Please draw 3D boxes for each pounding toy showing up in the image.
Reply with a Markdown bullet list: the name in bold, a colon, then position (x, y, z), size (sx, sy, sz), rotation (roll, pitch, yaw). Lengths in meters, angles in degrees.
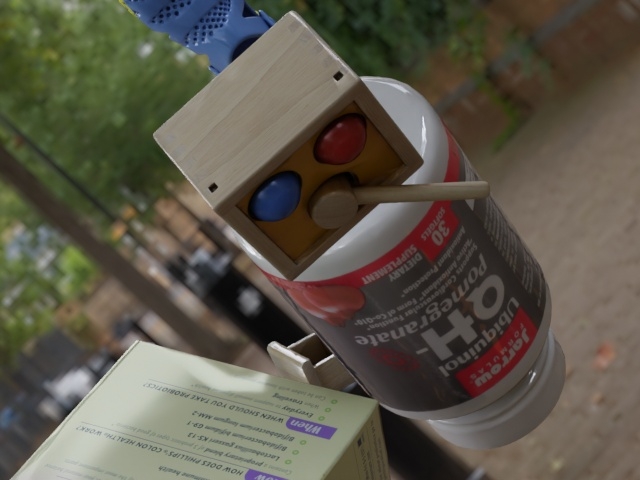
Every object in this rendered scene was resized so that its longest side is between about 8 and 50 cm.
- **pounding toy**: position (0.004, -0.045, 1.089), size (0.130, 0.100, 0.141), rotation (-42, -33, 2)

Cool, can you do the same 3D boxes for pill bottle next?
- **pill bottle**: position (0.075, 0.032, 1.450), size (0.176, 0.318, 0.176), rotation (-18, 48, 21)

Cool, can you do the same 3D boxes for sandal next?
- **sandal**: position (-0.124, -0.267, 2.269), size (0.126, 0.317, 0.138), rotation (-52, 37, 6)

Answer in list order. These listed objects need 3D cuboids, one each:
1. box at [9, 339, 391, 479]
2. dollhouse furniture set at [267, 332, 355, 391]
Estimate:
- **box**: position (-0.098, 0.206, 1.309), size (0.243, 0.214, 0.117), rotation (-50, -39, -43)
- **dollhouse furniture set**: position (0.000, 0.000, 1.706), size (0.161, 0.242, 0.212), rotation (-29, 14, -14)
